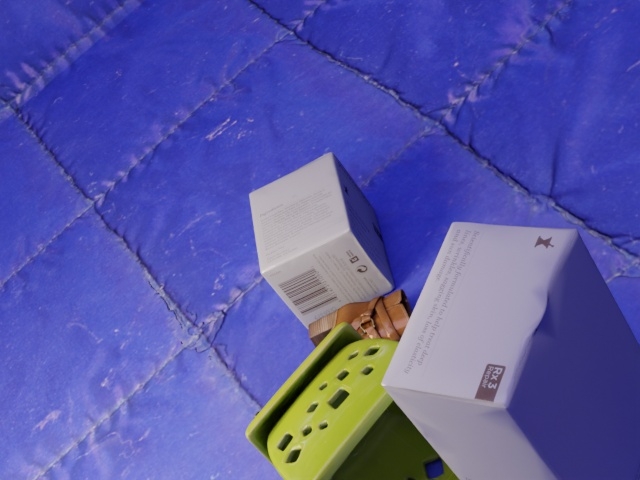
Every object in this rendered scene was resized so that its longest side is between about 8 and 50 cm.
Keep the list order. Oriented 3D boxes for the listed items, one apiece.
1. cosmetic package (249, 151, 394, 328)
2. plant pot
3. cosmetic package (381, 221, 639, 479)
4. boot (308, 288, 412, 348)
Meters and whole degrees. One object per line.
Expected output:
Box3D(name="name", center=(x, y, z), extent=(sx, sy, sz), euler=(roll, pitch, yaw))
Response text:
Box3D(name="cosmetic package", center=(0.000, 0.000, 1.922), extent=(0.151, 0.151, 0.184), euler=(-26, 42, 13))
Box3D(name="plant pot", center=(0.057, 0.250, 1.594), extent=(0.227, 0.228, 0.207), euler=(-48, 35, -12))
Box3D(name="cosmetic package", center=(0.242, 0.175, 1.393), extent=(0.156, 0.385, 0.217), euler=(4, 54, 39))
Box3D(name="boot", center=(0.065, 0.155, 1.792), extent=(0.152, 0.073, 0.197), euler=(-23, 44, 11))
